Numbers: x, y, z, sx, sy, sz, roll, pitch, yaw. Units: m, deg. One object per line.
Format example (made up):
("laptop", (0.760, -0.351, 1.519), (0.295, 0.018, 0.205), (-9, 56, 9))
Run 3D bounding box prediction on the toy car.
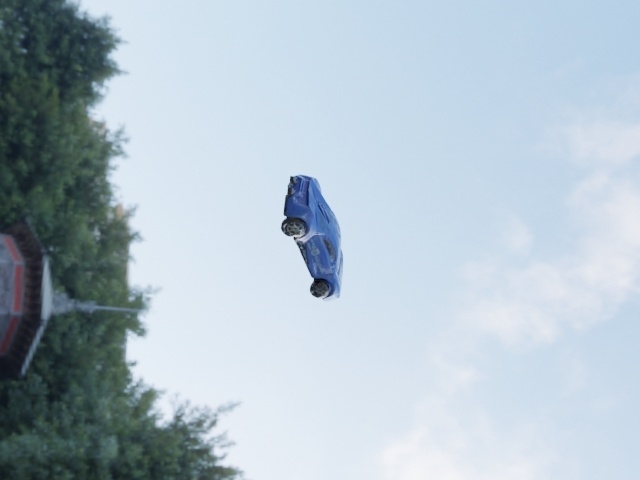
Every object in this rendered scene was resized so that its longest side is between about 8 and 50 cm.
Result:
("toy car", (0.000, 0.000, 1.237), (0.063, 0.216, 0.103), (-12, -144, 16))
